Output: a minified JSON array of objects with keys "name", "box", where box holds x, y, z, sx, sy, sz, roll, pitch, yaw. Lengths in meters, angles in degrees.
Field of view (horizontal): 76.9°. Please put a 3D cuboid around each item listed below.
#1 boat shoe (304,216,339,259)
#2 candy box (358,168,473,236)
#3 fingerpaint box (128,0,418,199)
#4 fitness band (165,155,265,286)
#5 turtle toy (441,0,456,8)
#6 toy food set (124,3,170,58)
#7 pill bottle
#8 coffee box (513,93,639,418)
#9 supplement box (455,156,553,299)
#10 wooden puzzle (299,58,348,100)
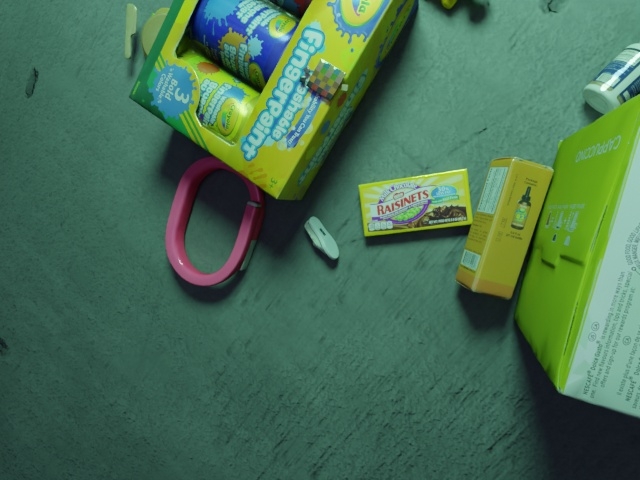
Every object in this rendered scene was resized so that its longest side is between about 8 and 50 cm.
[{"name":"boat shoe","box":[0.000,0.000,0.837,0.100,0.035,0.035,55,133,3]},{"name":"candy box","box":[0.180,-0.070,0.777,0.205,0.027,0.105,-7,89,17]},{"name":"fingerpaint box","box":[-0.092,-0.360,0.766,0.371,0.163,0.445,35,103,10]},{"name":"fitness band","box":[-0.238,-0.041,0.894,0.208,0.054,0.291,22,98,15]},{"name":"turtle toy","box":[0.243,-0.469,0.710,0.130,0.066,0.095,41,104,11]},{"name":"toy food set","box":[-0.342,-0.452,0.912,0.191,0.038,0.133,13,103,5]},{"name":"pill bottle","box":[0.494,-0.268,0.646,0.067,0.067,0.120,46,105,9]},{"name":"coffee box","box":[0.487,0.031,0.526,0.333,0.337,0.339,14,98,16]},{"name":"supplement box","box":[0.315,-0.022,0.704,0.077,0.080,0.234,14,100,-8]},{"name":"wooden puzzle","box":[0.008,-0.264,0.663,0.083,0.006,0.049,34,102,6]}]
